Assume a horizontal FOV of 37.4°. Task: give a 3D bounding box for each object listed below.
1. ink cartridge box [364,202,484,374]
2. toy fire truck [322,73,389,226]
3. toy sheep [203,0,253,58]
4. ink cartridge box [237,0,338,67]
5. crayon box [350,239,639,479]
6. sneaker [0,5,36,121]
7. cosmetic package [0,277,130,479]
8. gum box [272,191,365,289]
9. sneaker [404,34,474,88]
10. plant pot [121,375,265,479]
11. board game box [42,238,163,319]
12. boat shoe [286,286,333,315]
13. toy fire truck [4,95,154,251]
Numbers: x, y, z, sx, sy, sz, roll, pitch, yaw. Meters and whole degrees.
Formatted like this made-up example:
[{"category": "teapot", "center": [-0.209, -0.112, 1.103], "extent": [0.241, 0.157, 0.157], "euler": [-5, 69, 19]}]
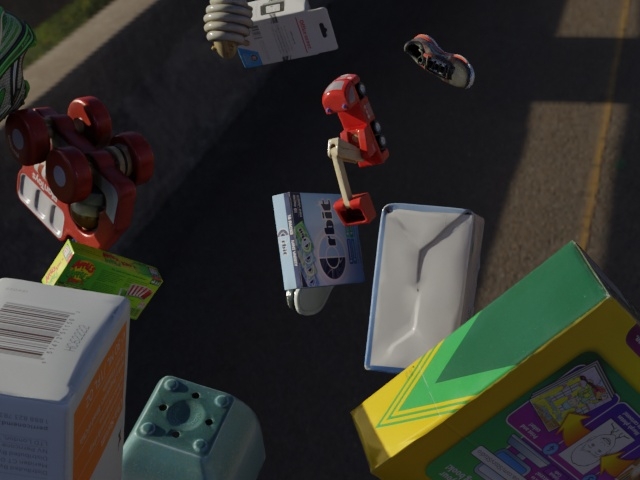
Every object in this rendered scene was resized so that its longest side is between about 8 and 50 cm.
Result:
[{"category": "ink cartridge box", "center": [0.194, 0.081, 1.641], "extent": [0.151, 0.270, 0.395], "euler": [7, 1, 15]}, {"category": "toy fire truck", "center": [0.044, -0.133, 1.383], "extent": [0.047, 0.192, 0.135], "euler": [-8, 26, 34]}, {"category": "toy sheep", "center": [-0.152, -0.368, 1.569], "extent": [0.091, 0.132, 0.091], "euler": [2, 1, 0]}, {"category": "ink cartridge box", "center": [-0.065, -0.385, 1.712], "extent": [0.180, 0.104, 0.060], "euler": [-9, 51, 10]}, {"category": "crayon box", "center": [0.270, 0.215, 1.085], "extent": [0.313, 0.363, 0.106], "euler": [-39, 35, 16]}, {"category": "sneaker", "center": [-0.580, -0.234, 1.642], "extent": [0.146, 0.344, 0.134], "euler": [13, 7, -46]}, {"category": "cosmetic package", "center": [-0.331, 0.300, 1.081], "extent": [0.161, 0.454, 0.230], "euler": [9, 25, 1]}, {"category": "gum box", "center": [0.000, 0.000, 1.591], "extent": [0.041, 0.157, 0.184], "euler": [-10, -5, 35]}, {"category": "sneaker", "center": [0.220, -0.333, 1.796], "extent": [0.158, 0.061, 0.064], "euler": [39, 42, 27]}, {"category": "plant pot", "center": [-0.253, 0.403, 1.804], "extent": [0.247, 0.252, 0.248], "euler": [16, 46, 9]}, {"category": "board game box", "center": [-0.374, 0.069, 1.630], "extent": [0.181, 0.092, 0.043], "euler": [22, 21, -41]}, {"category": "boat shoe", "center": [-0.023, 0.087, 2.185], "extent": [0.091, 0.114, 0.302], "euler": [3, 18, 22]}, {"category": "toy fire truck", "center": [-0.445, -0.101, 1.716], "extent": [0.302, 0.254, 0.169], "euler": [40, 40, 26]}]
